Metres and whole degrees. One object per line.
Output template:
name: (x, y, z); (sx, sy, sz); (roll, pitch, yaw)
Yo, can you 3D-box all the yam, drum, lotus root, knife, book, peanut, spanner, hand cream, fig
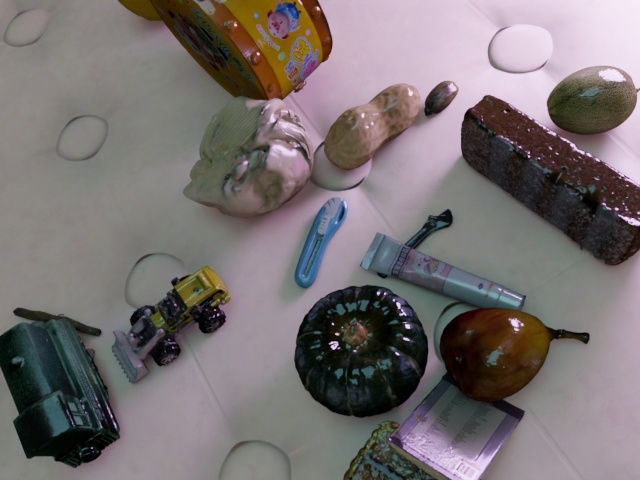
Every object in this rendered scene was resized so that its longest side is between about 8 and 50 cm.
yam: (-0.595, 0.181, 1.530); (0.234, 0.029, 0.027); (10, 95, 17)
drum: (-0.185, -0.507, 1.538); (0.214, 0.431, 0.431); (-45, 63, -9)
lotus root: (0.272, -0.324, 1.537); (0.099, 0.049, 0.054); (-46, 65, -3)
knife: (0.000, 0.000, 1.460); (0.064, 0.031, 0.221); (17, 71, 17)
book: (0.238, 0.328, 1.173); (0.158, 0.026, 0.231); (27, 37, 27)
peanut: (0.118, -0.261, 1.505); (0.257, 0.123, 0.123); (-39, 62, -3)
spanner: (0.200, 0.006, 1.417); (0.208, 0.012, 0.046); (-42, 63, -7)
hand cream: (0.242, 0.075, 1.354); (0.331, 0.058, 0.085); (21, 79, 26)
fig: (0.361, 0.191, 1.226); (0.275, 0.145, 0.170); (-11, 40, -10)

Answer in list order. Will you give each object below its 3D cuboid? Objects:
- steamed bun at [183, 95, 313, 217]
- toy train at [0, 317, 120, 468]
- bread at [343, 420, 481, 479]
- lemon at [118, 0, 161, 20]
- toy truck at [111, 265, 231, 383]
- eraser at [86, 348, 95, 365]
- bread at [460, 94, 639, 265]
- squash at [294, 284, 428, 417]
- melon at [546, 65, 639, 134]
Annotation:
steamed bun: (-0.138, -0.167, 1.491); (0.280, 0.207, 0.267); (10, 73, 51)
toy train: (-0.540, 0.296, 1.360); (0.139, 0.178, 0.330); (-35, 69, 2)
bread: (0.161, 0.426, 1.178); (0.222, 0.096, 0.181); (24, 72, 25)
lemon: (-0.419, -0.709, 1.788); (0.320, 0.245, 0.245); (6, 67, 16)
toy truck: (-0.323, 0.169, 1.417); (0.286, 0.111, 0.136); (-38, 64, -3)
eraser: (-0.538, 0.257, 1.480); (0.083, 0.019, 0.038); (-3, 66, 13)
bread: (0.454, -0.123, 1.331); (0.113, 0.165, 0.416); (-41, 62, -13)
squash: (0.077, 0.203, 1.266); (0.252, 0.165, 0.252); (-5, 62, 10)
melon: (0.569, -0.290, 1.395); (0.192, 0.139, 0.139); (-13, 63, 10)
